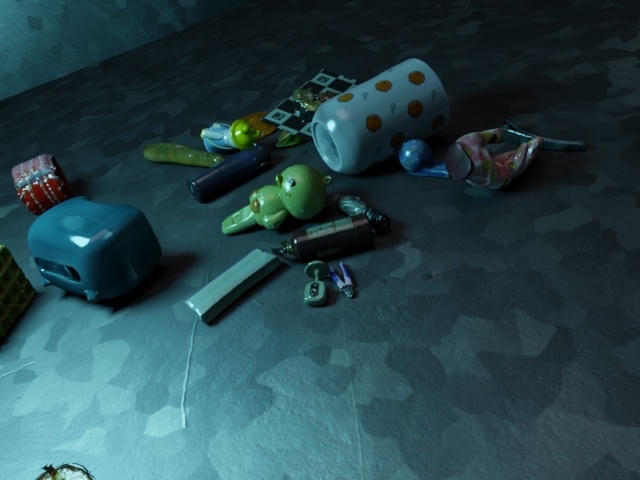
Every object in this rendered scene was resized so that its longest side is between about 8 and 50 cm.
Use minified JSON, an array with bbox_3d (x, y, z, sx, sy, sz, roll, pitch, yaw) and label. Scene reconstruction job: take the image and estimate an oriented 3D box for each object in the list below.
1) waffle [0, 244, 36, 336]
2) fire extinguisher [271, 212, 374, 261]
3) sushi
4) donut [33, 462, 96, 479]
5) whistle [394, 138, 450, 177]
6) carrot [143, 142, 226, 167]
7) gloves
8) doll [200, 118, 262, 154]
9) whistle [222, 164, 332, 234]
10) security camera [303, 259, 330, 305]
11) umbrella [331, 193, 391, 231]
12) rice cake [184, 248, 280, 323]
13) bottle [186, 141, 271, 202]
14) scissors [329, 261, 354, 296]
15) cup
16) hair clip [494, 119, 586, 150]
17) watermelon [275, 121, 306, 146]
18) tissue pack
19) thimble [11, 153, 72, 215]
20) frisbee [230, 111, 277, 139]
[{"bbox_3d":[-0.751,0.131,1.394,0.055,0.160,0.211,-7,35,13],"label":"waffle"},{"bbox_3d":[0.000,0.000,1.358,0.231,0.071,0.099,-15,9,4],"label":"fire extinguisher"},{"bbox_3d":[0.057,-0.412,1.814,0.343,0.064,0.359,25,49,22],"label":"sushi"},{"bbox_3d":[-0.415,0.429,0.928,0.146,0.078,0.181,8,48,32],"label":"donut"},{"bbox_3d":[0.253,-0.208,1.519,0.158,0.090,0.090,9,42,33],"label":"whistle"},{"bbox_3d":[-0.412,-0.261,1.881,0.342,0.070,0.070,11,43,31],"label":"carrot"},{"bbox_3d":[0.405,-0.188,1.410,0.241,0.126,0.145,-1,20,-30],"label":"gloves"},{"bbox_3d":[-0.266,-0.305,1.822,0.241,0.135,0.099,-1,48,48],"label":"doll"},{"bbox_3d":[-0.111,-0.099,1.474,0.294,0.141,0.141,-15,35,4],"label":"whistle"},{"bbox_3d":[-0.008,0.091,1.250,0.058,0.058,0.092,-10,44,9],"label":"security camera"},{"bbox_3d":[0.095,-0.067,1.428,0.050,0.046,0.188,-15,28,-31],"label":"umbrella"},{"bbox_3d":[-0.191,0.092,1.325,0.080,0.042,0.222,24,52,41],"label":"rice cake"},{"bbox_3d":[-0.249,-0.191,1.710,0.244,0.072,0.082,-34,74,-22],"label":"bottle"},{"bbox_3d":[0.046,0.082,1.266,0.039,0.012,0.113,-20,35,-4],"label":"scissors"},{"bbox_3d":[0.147,-0.312,1.597,0.317,0.212,0.212,-30,37,-16],"label":"cup"},{"bbox_3d":[0.535,-0.247,1.507,0.229,0.039,0.070,26,53,38],"label":"hair clip"},{"bbox_3d":[-0.055,-0.357,1.875,0.119,0.063,0.245,-6,40,31],"label":"watermelon"},{"bbox_3d":[-0.537,0.021,1.424,0.287,0.198,0.206,11,42,30],"label":"tissue pack"},{"bbox_3d":[-0.828,-0.167,1.832,0.125,0.163,0.189,-25,22,-11],"label":"thimble"},{"bbox_3d":[-0.221,-0.376,1.984,0.192,0.035,0.192,-12,36,8],"label":"frisbee"}]
